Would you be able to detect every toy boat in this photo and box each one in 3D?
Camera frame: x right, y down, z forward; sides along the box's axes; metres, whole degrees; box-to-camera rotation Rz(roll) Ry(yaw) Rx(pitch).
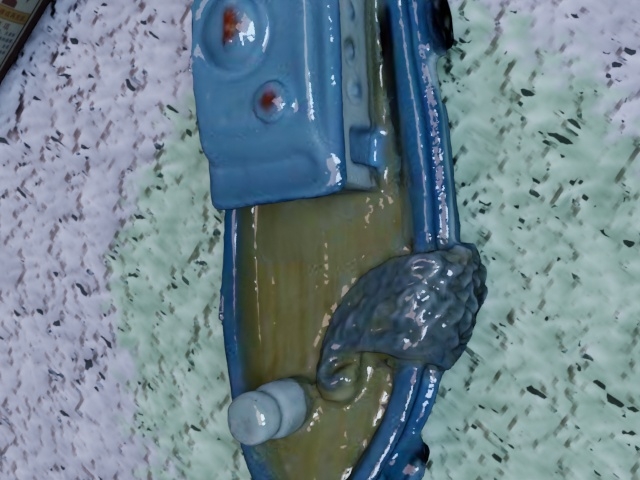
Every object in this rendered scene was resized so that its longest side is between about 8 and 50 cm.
[{"bbox_3d":[0.000,0.000,0.462,0.109,0.098,0.238,-4,88,28],"label":"toy boat"}]

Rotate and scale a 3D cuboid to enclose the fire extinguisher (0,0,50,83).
[{"bbox_3d":[-0.125,-0.143,0.545,0.099,0.071,0.231,36,104,-7],"label":"fire extinguisher"}]
